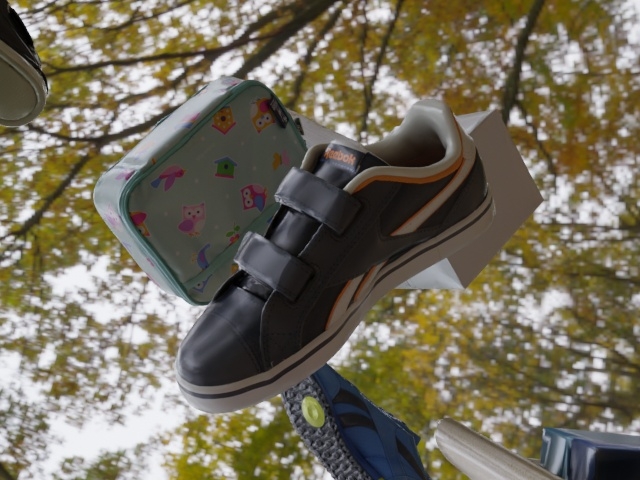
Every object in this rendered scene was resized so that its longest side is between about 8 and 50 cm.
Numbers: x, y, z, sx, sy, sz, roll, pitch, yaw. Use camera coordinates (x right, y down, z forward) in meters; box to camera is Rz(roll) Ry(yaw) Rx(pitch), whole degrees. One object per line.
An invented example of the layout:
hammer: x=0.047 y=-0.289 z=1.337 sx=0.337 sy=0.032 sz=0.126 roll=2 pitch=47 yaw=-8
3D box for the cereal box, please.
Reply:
cereal box: x=-0.028 y=-0.146 z=1.551 sx=0.047 sy=0.173 sz=0.240 roll=-64 pitch=-3 yaw=16

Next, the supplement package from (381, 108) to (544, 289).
supplement package: x=0.139 y=-0.050 z=1.334 sx=0.194 sy=0.203 sz=0.149 roll=-44 pitch=-67 yaw=-29

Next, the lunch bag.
lunch bag: x=-0.129 y=-0.064 z=1.319 sx=0.279 sy=0.108 sz=0.224 roll=-44 pitch=-60 yaw=-20

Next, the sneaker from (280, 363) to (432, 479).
sneaker: x=0.038 y=0.182 z=0.971 sx=0.082 sy=0.069 sz=0.209 roll=-25 pitch=-108 yaw=-40

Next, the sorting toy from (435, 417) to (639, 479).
sorting toy: x=0.175 y=0.095 z=0.310 sx=0.229 sy=0.307 sz=0.041 roll=11 pitch=-94 yaw=-5

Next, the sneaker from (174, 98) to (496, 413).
sneaker: x=0.000 y=0.000 z=0.827 sx=0.321 sy=0.126 sz=0.127 roll=-37 pitch=-54 yaw=-22

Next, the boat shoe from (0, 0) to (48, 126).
boat shoe: x=-0.440 y=-0.285 z=1.170 sx=0.340 sy=0.127 sz=0.113 roll=44 pitch=-156 yaw=-29
